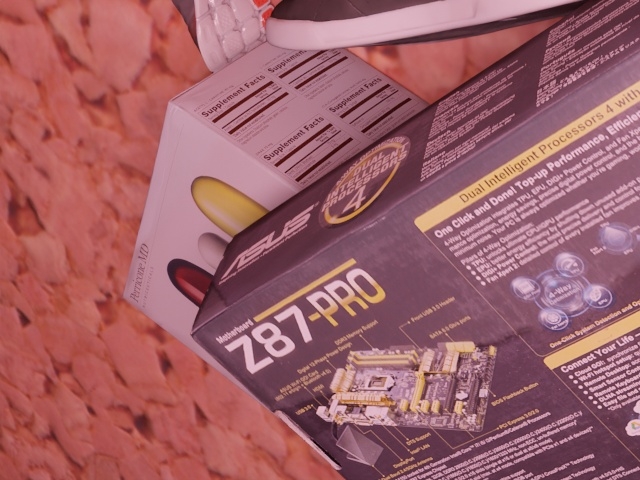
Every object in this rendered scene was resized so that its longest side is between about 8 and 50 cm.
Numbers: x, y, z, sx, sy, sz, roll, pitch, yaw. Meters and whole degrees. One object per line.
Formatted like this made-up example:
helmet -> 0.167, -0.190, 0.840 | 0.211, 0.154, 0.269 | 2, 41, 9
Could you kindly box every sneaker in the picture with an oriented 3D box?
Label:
sneaker -> 0.061, -0.191, 0.801 | 0.295, 0.104, 0.147 | -2, 98, 54
sneaker -> -0.079, -0.178, 0.969 | 0.065, 0.061, 0.158 | 20, 134, 67

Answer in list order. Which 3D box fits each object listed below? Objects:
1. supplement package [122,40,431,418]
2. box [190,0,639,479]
supplement package -> 0.000, 0.000, 0.934 | 0.203, 0.149, 0.194 | 35, 135, 17
box -> 0.175, 0.044, 0.716 | 0.395, 0.097, 0.318 | -33, 115, 34
